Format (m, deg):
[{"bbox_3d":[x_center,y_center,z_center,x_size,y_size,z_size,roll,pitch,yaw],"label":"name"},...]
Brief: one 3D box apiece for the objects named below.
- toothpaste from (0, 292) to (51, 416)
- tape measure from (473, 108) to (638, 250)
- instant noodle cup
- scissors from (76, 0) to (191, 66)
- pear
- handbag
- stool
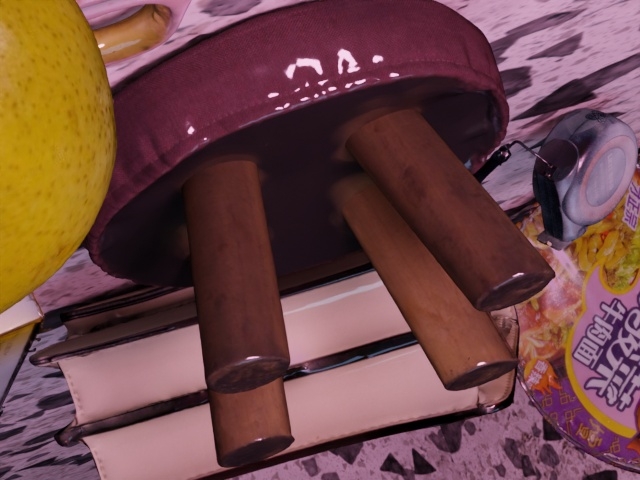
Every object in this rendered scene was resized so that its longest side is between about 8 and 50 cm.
[{"bbox_3d":[-0.252,0.069,1.118,0.071,0.089,0.313,-24,170,-23],"label":"toothpaste"},{"bbox_3d":[0.182,-0.071,1.401,0.107,0.104,0.180,-41,-147,-25],"label":"tape measure"},{"bbox_3d":[0.387,0.049,1.715,0.340,0.340,0.266,-28,179,31],"label":"instant noodle cup"},{"bbox_3d":[-0.044,-0.129,0.717,0.317,0.024,0.160,-20,167,-8],"label":"scissors"},{"bbox_3d":[-0.154,-0.042,0.602,0.180,0.166,0.216,-43,172,21],"label":"pear"},{"bbox_3d":[-0.027,0.081,1.318,0.358,0.160,0.237,-16,-176,11],"label":"handbag"},{"bbox_3d":[0.000,0.000,0.942,0.272,0.178,0.272,-18,160,-7],"label":"stool"}]
